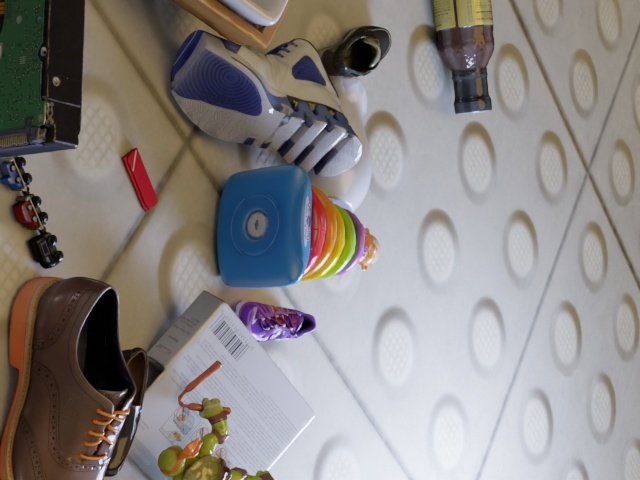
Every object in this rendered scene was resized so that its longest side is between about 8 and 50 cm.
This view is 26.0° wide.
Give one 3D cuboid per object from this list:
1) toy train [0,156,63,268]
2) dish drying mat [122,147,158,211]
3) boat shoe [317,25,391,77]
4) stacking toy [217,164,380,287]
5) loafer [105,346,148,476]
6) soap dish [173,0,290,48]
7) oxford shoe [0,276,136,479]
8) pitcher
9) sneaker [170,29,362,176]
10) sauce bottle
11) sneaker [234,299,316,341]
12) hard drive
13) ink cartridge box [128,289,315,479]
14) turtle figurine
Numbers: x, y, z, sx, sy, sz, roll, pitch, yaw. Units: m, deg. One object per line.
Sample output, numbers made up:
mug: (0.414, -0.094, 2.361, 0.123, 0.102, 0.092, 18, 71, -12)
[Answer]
toy train: (-0.358, -0.036, 1.697, 0.036, 0.027, 0.158, -36, 117, -39)
dish drying mat: (-0.243, -0.082, 1.882, 0.032, 0.008, 0.083, -48, 125, -48)
boat shoe: (0.068, -0.308, 2.302, 0.223, 0.073, 0.080, -32, 113, -52)
stacking toy: (0.000, 0.000, 2.079, 0.301, 0.165, 0.175, 14, 75, -51)
loafer: (-0.257, 0.216, 1.773, 0.062, 0.061, 0.170, 15, 66, -22)
soap dish: (-0.156, -0.420, 1.864, 0.291, 0.118, 0.229, 34, 63, -24)
oxford shoe: (-0.296, 0.224, 1.665, 0.130, 0.132, 0.364, -2, 89, -56)
pitcher: (0.027, -0.129, 2.200, 0.178, 0.125, 0.207, 67, 27, -60)
sneaker: (-0.084, -0.227, 2.044, 0.315, 0.127, 0.182, 27, 35, -32)
sauce bottle: (0.264, -0.407, 2.572, 0.111, 0.111, 0.345, -12, 99, -55)
sneaker: (-0.068, 0.119, 2.066, 0.170, 0.071, 0.068, -2, 89, -55)
hard drive: (-0.359, -0.259, 1.528, 0.064, 0.236, 0.339, 11, 77, -54)
ink cartridge box: (-0.157, 0.246, 1.937, 0.239, 0.060, 0.275, -48, 129, -16)
turtle figurine: (-0.147, 0.314, 1.868, 0.217, 0.087, 0.270, 40, 72, -45)
